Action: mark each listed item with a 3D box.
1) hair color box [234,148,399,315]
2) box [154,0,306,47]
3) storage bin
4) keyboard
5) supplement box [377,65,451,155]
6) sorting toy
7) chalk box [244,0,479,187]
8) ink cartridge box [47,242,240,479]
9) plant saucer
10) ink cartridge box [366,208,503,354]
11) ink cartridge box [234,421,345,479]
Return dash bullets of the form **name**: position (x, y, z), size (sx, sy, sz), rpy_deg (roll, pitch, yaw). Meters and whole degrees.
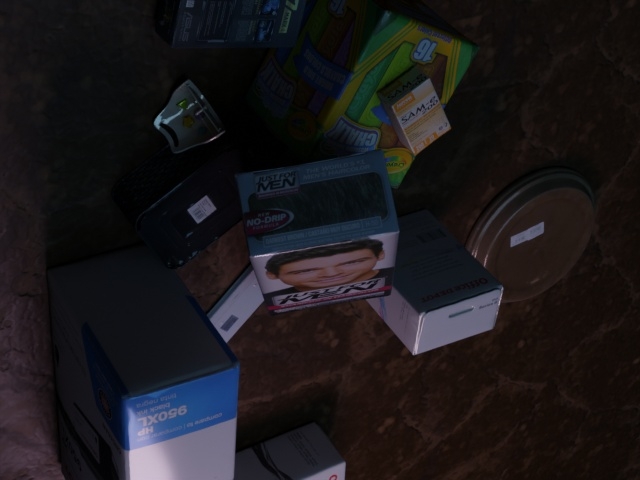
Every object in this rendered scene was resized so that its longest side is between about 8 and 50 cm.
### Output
- **hair color box**: position (0.000, 0.000, 1.716), size (0.185, 0.113, 0.374), rpy_deg (-10, 165, -1)
- **box**: position (-0.093, -0.350, 1.569), size (0.183, 0.059, 0.232), rpy_deg (-6, 126, -33)
- **storage bin**: position (-0.172, -0.064, 1.725), size (0.180, 0.084, 0.122), rpy_deg (-39, 138, -5)
- **keyboard**: position (-0.145, 0.121, 1.950), size (0.256, 0.014, 0.072), rpy_deg (-48, 143, 7)
- **supplement box**: position (0.120, -0.164, 1.631), size (0.062, 0.036, 0.098), rpy_deg (-37, 137, -5)
- **sorting toy**: position (-0.175, -0.154, 1.671), size (0.075, 0.083, 0.045), rpy_deg (-35, 180, 4)
- **chalk box**: position (0.036, -0.192, 1.704), size (0.180, 0.179, 0.289), rpy_deg (10, 116, -41)
- **ink cartridge box**: position (-0.246, 0.250, 1.774), size (0.166, 0.285, 0.394), rpy_deg (-15, 131, -25)
- **plant saucer**: position (0.366, 0.000, 2.213), size (0.278, 0.041, 0.277), rpy_deg (-19, 133, -22)
- **ink cartridge box**: position (0.154, 0.061, 1.973), size (0.154, 0.212, 0.093), rpy_deg (-17, 132, -26)
- **ink cartridge box**: position (-0.099, 0.451, 2.174), size (0.273, 0.114, 0.197), rpy_deg (-19, 132, -25)
